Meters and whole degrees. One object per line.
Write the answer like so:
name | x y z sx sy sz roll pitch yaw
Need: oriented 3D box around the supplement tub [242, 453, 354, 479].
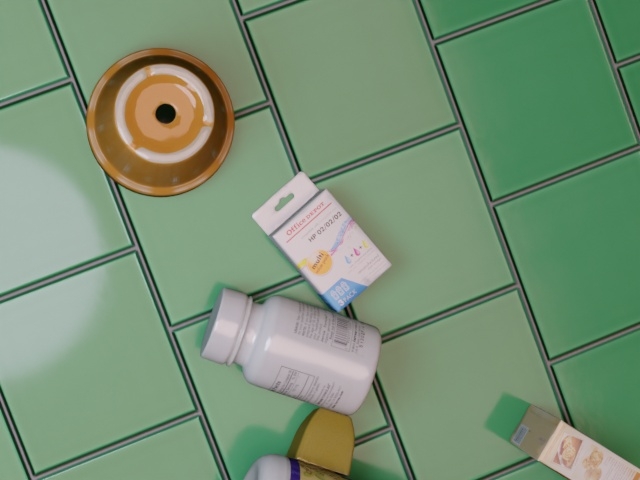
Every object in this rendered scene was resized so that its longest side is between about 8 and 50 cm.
supplement tub | 0.036 0.448 1.759 0.331 0.241 0.241 21 88 -9

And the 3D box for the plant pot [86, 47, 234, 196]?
plant pot | -0.211 -0.161 1.733 0.205 0.188 0.205 0 92 -9

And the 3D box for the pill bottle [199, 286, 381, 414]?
pill bottle | -0.043 0.148 1.795 0.229 0.131 0.131 19 88 -9

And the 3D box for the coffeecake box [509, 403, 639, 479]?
coffeecake box | 0.380 0.318 1.858 0.185 0.142 0.068 32 87 -8

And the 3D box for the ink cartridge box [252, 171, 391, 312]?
ink cartridge box | 0.000 0.000 1.833 0.104 0.061 0.181 -42 96 -6

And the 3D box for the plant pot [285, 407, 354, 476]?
plant pot | 0.005 0.282 1.834 0.081 0.081 0.083 19 75 -9
